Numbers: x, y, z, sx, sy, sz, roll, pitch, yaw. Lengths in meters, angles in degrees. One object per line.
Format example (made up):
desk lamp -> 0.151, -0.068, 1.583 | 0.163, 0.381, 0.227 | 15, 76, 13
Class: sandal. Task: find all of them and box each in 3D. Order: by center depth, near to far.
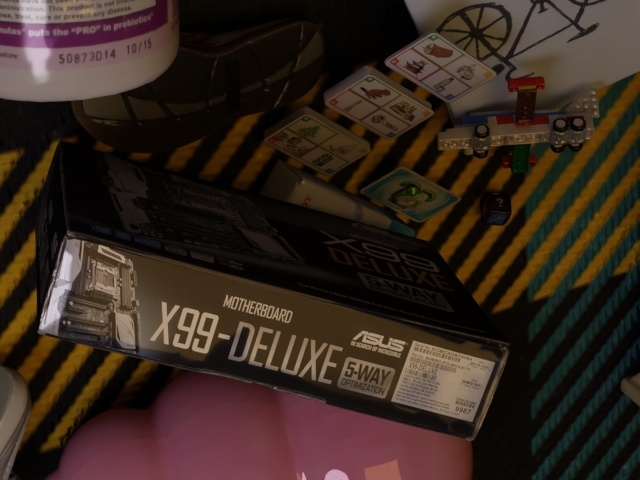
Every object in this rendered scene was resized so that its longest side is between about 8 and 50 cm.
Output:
sandal -> -0.095, -0.127, 1.296 | 0.219, 0.060, 0.090 | -22, 129, -32

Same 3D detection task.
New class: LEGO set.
LEGO set -> 0.102, -0.089, 1.391 | 0.182, 0.060, 0.244 | -30, 139, 35

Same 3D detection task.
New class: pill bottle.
pill bottle -> -0.176, -0.255, 1.120 | 0.169, 0.169, 0.301 | -11, 119, -22

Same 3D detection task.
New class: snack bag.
snack bag -> 0.212, -0.236, 1.320 | 0.323, 0.037, 0.342 | -25, 140, 3

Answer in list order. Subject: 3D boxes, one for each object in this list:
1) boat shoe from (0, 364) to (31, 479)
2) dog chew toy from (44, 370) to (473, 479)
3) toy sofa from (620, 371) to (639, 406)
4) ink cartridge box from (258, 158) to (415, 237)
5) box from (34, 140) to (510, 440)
boat shoe -> -0.277, 0.196, 1.353 | 0.081, 0.079, 0.227 | 22, 108, -42
dog chew toy -> -0.052, 0.180, 1.385 | 0.332, 0.206, 0.206 | -8, 117, -14
toy sofa -> 0.384, 0.012, 1.527 | 0.150, 0.177, 0.362 | -10, 117, -22
ink cartridge box -> 0.000, 0.000, 1.403 | 0.122, 0.052, 0.088 | 24, 101, -34
box -> -0.045, 0.030, 1.233 | 0.307, 0.242, 0.076 | 15, 104, -13
